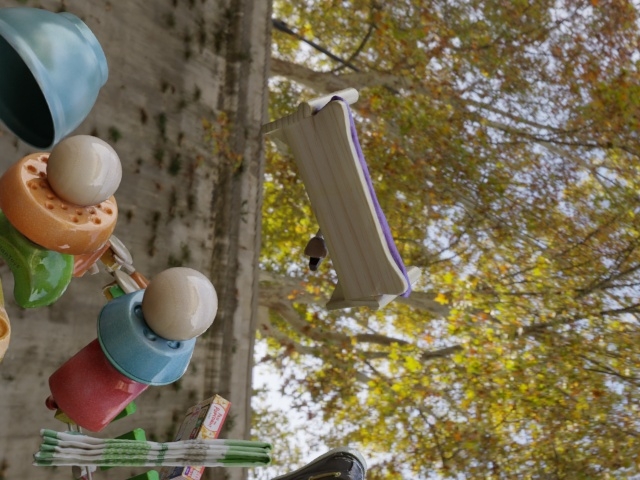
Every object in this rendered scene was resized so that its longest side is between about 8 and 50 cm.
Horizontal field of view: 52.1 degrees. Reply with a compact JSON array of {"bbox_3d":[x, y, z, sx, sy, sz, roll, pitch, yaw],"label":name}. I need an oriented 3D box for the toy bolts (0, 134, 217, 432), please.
[{"bbox_3d":[-0.200,0.039,0.524,0.228,0.218,0.158,45,-63,-5],"label":"toy bolts"}]

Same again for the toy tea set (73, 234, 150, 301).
[{"bbox_3d":[-0.402,0.102,1.243,0.124,0.200,0.336,-39,-118,-4],"label":"toy tea set"}]

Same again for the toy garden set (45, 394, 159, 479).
[{"bbox_3d":[-0.359,0.323,1.092,0.204,0.049,0.244,-28,-103,31],"label":"toy garden set"}]

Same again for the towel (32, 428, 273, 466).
[{"bbox_3d":[-0.114,0.147,0.469,0.113,0.152,0.023,124,-32,-73],"label":"towel"}]

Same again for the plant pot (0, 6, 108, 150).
[{"bbox_3d":[-0.582,-0.367,1.387,0.293,0.196,0.293,28,-38,25],"label":"plant pot"}]

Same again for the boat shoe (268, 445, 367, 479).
[{"bbox_3d":[-0.036,0.370,0.916,0.228,0.068,0.081,-39,-86,16],"label":"boat shoe"}]

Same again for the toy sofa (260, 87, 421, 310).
[{"bbox_3d":[0.060,-0.071,1.118,0.177,0.150,0.362,-14,-80,40],"label":"toy sofa"}]

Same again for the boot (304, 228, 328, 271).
[{"bbox_3d":[0.000,0.000,1.231,0.118,0.042,0.087,104,5,-55],"label":"boot"}]

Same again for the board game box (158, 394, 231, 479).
[{"bbox_3d":[-0.284,0.451,1.453,0.147,0.045,0.193,-35,-154,45],"label":"board game box"}]

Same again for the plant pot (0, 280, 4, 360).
[{"bbox_3d":[-0.654,0.170,1.091,0.212,0.212,0.187,-50,-120,15],"label":"plant pot"}]
